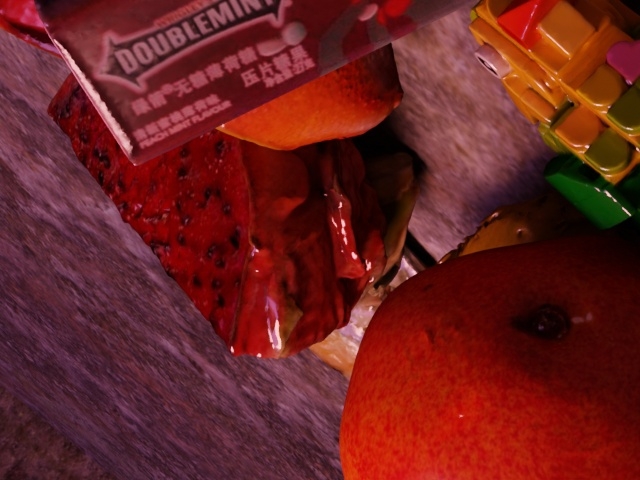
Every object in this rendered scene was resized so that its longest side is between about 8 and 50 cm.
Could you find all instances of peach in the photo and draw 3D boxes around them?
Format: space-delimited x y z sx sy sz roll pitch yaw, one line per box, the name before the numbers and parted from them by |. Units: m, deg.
peach | -0.071 -0.149 0.976 0.267 0.159 0.154 28 -162 3

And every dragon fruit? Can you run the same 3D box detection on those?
dragon fruit | -0.030 -0.066 1.178 0.205 0.152 0.317 3 -149 -40

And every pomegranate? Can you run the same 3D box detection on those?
pomegranate | 0.122 0.113 0.899 0.221 0.221 0.257 36 163 19

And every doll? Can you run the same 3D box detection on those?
doll | 0.152 -0.065 0.832 0.186 0.106 0.134 44 -178 -2

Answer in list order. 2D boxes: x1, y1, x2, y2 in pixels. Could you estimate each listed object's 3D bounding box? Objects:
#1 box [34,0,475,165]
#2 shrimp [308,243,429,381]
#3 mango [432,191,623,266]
box | -0.025 -0.135 0.858 0.069 0.224 0.120 -110 -5 -47
shrimp | 0.000 0.000 1.379 0.233 0.071 0.365 -5 127 53
mango | 0.126 0.060 1.092 0.156 0.151 0.249 19 148 2
